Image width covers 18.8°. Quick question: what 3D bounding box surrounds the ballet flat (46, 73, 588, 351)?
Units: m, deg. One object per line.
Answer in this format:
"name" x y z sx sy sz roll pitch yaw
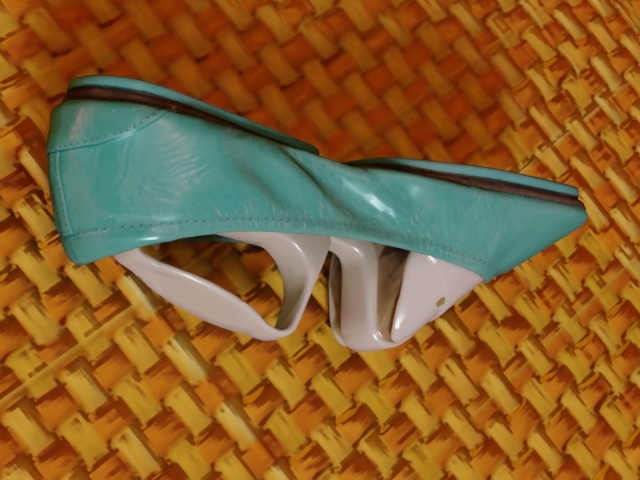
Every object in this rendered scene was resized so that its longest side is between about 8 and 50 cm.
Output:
"ballet flat" 0.000 0.000 0.777 0.247 0.083 0.087 11 82 -32
